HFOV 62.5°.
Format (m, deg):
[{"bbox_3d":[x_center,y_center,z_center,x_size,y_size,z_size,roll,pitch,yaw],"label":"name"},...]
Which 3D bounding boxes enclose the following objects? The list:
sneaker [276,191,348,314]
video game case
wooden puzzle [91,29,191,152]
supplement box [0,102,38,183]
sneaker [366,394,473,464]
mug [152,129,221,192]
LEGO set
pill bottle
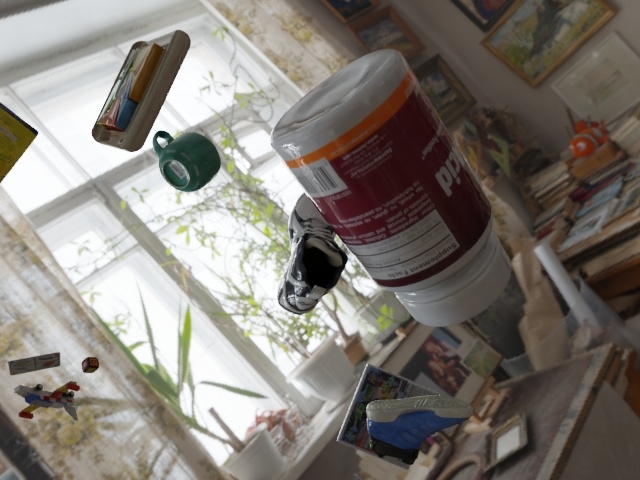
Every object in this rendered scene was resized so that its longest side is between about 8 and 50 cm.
[{"bbox_3d":[0.000,0.000,0.873,0.153,0.094,0.235,-32,37,61],"label":"sneaker"},{"bbox_3d":[0.160,0.420,1.260,0.023,0.183,0.201,-21,-48,-86],"label":"video game case"},{"bbox_3d":[-0.334,-0.270,0.941,0.238,0.044,0.221,21,86,50],"label":"wooden puzzle"},{"bbox_3d":[-0.779,-0.166,1.107,0.194,0.195,0.356,-39,31,14],"label":"supplement box"},{"bbox_3d":[0.143,0.275,0.760,0.152,0.085,0.058,-3,4,-5],"label":"sneaker"},{"bbox_3d":[-0.327,-0.181,1.246,0.097,0.157,0.129,-59,-24,-50],"label":"mug"},{"bbox_3d":[-0.507,0.264,0.896,0.244,0.060,0.182,-7,-37,-31],"label":"LEGO set"},{"bbox_3d":[0.122,-0.065,0.809,0.224,0.392,0.224,-31,25,16],"label":"pill bottle"}]
